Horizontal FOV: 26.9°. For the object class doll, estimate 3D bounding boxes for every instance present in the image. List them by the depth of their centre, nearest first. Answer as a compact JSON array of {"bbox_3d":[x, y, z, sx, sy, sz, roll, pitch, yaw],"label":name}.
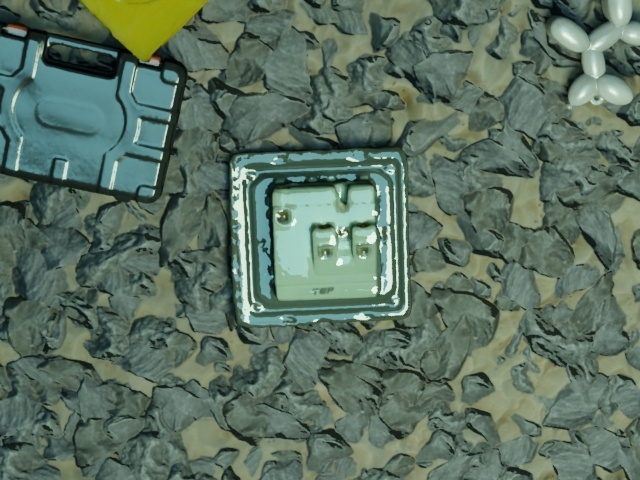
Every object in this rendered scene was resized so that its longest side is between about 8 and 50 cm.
[{"bbox_3d":[0.391,-0.261,1.866,0.161,0.059,0.160,-34,104,2],"label":"doll"}]

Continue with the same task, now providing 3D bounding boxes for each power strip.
[{"bbox_3d":[0.000,0.002,1.874,0.257,0.092,0.251,-3,108,-2],"label":"power strip"}]

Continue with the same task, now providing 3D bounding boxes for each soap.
[{"bbox_3d":[-0.187,-0.398,1.689,0.204,0.096,0.324,43,121,-11],"label":"soap"}]

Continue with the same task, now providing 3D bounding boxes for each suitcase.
[{"bbox_3d":[-0.336,-0.172,1.805,0.285,0.066,0.206,12,103,-9],"label":"suitcase"}]
